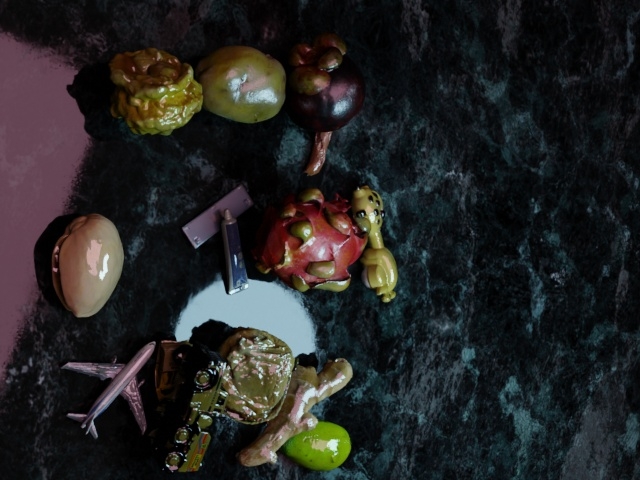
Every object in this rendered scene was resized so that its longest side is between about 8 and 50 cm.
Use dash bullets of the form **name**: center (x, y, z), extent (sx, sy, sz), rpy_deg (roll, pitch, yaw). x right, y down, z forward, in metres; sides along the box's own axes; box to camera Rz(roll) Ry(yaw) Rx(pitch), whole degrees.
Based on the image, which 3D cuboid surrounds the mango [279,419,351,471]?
- **mango**: center (-0.011, 0.475, 2.052), extent (0.178, 0.100, 0.119), rpy_deg (12, 89, -24)

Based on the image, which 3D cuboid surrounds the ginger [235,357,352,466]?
- **ginger**: center (-0.064, 0.377, 2.009), extent (0.148, 0.081, 0.333), rpy_deg (41, 68, -9)

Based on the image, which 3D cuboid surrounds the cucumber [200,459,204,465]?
- **cucumber**: center (-0.280, 0.420, 1.900), extent (0.032, 0.032, 0.133), rpy_deg (-20, 102, -33)

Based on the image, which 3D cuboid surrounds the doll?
- **doll**: center (0.129, 0.006, 2.138), extent (0.117, 0.086, 0.291), rpy_deg (-28, 107, -59)

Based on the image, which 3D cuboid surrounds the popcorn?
- **popcorn**: center (-0.326, -0.300, 1.749), extent (0.198, 0.197, 0.155), rpy_deg (-19, 131, -33)

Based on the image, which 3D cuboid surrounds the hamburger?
- **hamburger**: center (-0.154, 0.291, 1.937), extent (0.183, 0.130, 0.206), rpy_deg (24, 91, -19)

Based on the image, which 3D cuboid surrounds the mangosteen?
- **mangosteen**: center (0.002, -0.340, 1.965), extent (0.210, 0.210, 0.209), rpy_deg (-1, 93, -35)

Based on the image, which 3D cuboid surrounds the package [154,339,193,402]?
- **package**: center (-0.308, 0.274, 1.863), extent (0.071, 0.047, 0.131), rpy_deg (-4, 113, -33)

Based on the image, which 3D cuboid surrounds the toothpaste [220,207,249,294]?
- **toothpaste**: center (-0.191, 0.023, 1.940), extent (0.057, 0.035, 0.197), rpy_deg (-22, 116, -35)

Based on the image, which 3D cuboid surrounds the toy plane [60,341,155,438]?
- **toy plane**: center (-0.410, 0.292, 1.787), extent (0.226, 0.058, 0.226), rpy_deg (46, 63, -23)

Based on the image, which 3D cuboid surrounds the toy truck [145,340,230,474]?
- **toy truck**: center (-0.258, 0.343, 1.812), extent (0.127, 0.127, 0.257), rpy_deg (11, 103, -29)

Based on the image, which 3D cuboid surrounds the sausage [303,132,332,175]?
- **sausage**: center (-0.001, -0.225, 2.072), extent (0.036, 0.042, 0.158), rpy_deg (36, 69, -71)

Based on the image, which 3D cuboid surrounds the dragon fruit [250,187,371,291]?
- **dragon fruit**: center (-0.014, -0.011, 1.959), extent (0.243, 0.227, 0.307), rpy_deg (39, 31, -14)

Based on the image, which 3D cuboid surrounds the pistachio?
- **pistachio**: center (-0.442, 0.048, 1.719), extent (0.145, 0.117, 0.200), rpy_deg (1, 92, -40)

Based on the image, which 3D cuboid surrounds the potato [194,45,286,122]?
- **potato**: center (-0.170, -0.332, 1.884), extent (0.200, 0.137, 0.154), rpy_deg (8, 82, -30)

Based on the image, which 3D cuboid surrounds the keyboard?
- **keyboard**: center (-0.223, -0.054, 1.932), extent (0.176, 0.014, 0.055), rpy_deg (-40, 113, -27)
